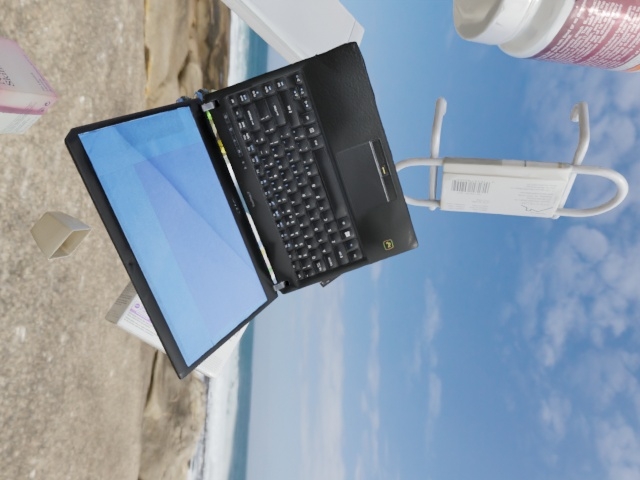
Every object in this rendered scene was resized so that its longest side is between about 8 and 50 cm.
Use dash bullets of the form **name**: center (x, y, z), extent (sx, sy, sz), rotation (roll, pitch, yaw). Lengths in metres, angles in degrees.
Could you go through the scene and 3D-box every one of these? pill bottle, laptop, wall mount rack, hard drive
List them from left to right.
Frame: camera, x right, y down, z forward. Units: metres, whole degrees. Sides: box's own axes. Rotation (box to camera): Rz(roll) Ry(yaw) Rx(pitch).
- **laptop**: center (-0.044, -0.039, 0.459), extent (0.136, 0.265, 0.234), rotation (-107, 178, -74)
- **hard drive**: center (-0.059, -0.492, 1.008), extent (0.047, 0.353, 0.232), rotation (-17, -133, 47)
- **wall mount rack**: center (0.294, -0.098, 0.805), extent (0.304, 0.350, 0.130), rotation (74, 27, -56)
- **pill bottle**: center (0.470, -0.451, 0.898), extent (0.224, 0.393, 0.223), rotation (-179, -90, -75)

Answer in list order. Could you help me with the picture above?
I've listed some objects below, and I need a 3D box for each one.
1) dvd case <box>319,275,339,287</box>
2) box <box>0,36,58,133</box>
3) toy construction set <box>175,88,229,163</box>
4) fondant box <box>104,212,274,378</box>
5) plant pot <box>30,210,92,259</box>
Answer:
- **dvd case**: center (0.000, 0.000, 1.416), extent (0.179, 0.238, 0.030), rotation (-38, 176, 33)
- **box**: center (-0.640, -0.292, 0.876), extent (0.148, 0.127, 0.232), rotation (54, 14, -4)
- **toy construction set**: center (-0.293, -0.263, 1.203), extent (0.151, 0.328, 0.214), rotation (-13, 102, -54)
- **fondant box**: center (-0.244, 0.085, 1.010), extent (0.096, 0.238, 0.330), rotation (-2, -127, 53)
- **plant pot**: center (-0.726, -0.023, 1.325), extent (0.109, 0.096, 0.109), rotation (-48, -178, 4)
